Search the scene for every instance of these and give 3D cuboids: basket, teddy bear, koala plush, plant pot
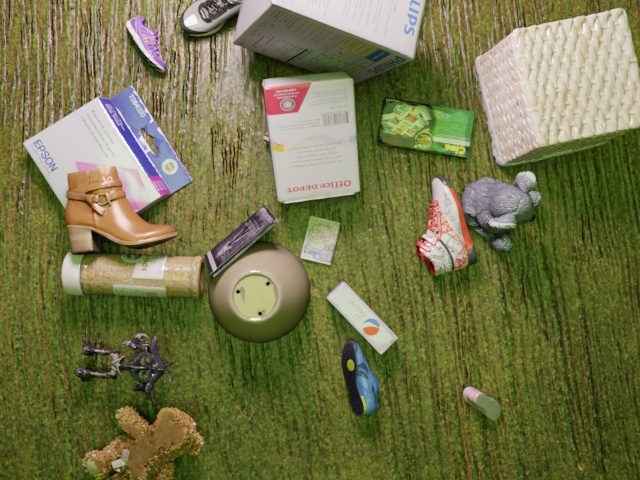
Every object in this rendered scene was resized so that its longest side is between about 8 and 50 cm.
[{"bbox_3d":[0.631,-0.393,1.611,0.329,0.266,0.331,-12,91,-3],"label":"basket"},{"bbox_3d":[-0.478,0.569,1.643,0.245,0.113,0.338,38,96,6],"label":"teddy bear"},{"bbox_3d":[0.491,-0.089,1.620,0.203,0.221,0.196,33,89,-1],"label":"koala plush"},{"bbox_3d":[-0.167,0.143,1.607,0.284,0.191,0.283,0,90,-2],"label":"plant pot"}]

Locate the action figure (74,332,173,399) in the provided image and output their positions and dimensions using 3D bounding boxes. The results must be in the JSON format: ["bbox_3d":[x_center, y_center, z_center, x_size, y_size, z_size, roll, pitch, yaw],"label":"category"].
[{"bbox_3d":[-0.500,0.329,1.620,0.276,0.141,0.163,3,87,13],"label":"action figure"}]

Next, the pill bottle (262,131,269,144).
[{"bbox_3d":[-0.103,-0.311,1.678,0.065,0.065,0.116,33,88,-1],"label":"pill bottle"}]

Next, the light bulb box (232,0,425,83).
[{"bbox_3d":[0.015,-0.569,1.498,0.361,0.358,0.225,13,89,-23],"label":"light bulb box"}]

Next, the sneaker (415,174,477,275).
[{"bbox_3d":[0.323,-0.037,1.678,0.145,0.090,0.269,-21,93,-5],"label":"sneaker"}]

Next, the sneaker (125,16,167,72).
[{"bbox_3d":[-0.469,-0.543,1.669,0.071,0.068,0.169,-31,90,-8],"label":"sneaker"}]

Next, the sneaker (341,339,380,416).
[{"bbox_3d":[0.117,0.378,1.685,0.082,0.069,0.209,-5,79,-35],"label":"sneaker"}]

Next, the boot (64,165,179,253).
[{"bbox_3d":[-0.523,-0.084,1.589,0.284,0.109,0.220,-6,84,-2],"label":"boot"}]

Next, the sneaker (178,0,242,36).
[{"bbox_3d":[-0.264,-0.649,1.657,0.272,0.108,0.100,-26,92,-1],"label":"sneaker"}]

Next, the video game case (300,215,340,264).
[{"bbox_3d":[0.000,0.000,1.705,0.087,0.011,0.121,13,89,-2],"label":"video game case"}]

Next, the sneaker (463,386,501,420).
[{"bbox_3d":[0.450,0.452,1.702,0.134,0.070,0.051,42,78,-30],"label":"sneaker"}]

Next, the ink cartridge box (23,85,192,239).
[{"bbox_3d":[-0.578,-0.213,1.658,0.330,0.071,0.324,-33,90,-1],"label":"ink cartridge box"}]

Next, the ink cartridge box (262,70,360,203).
[{"bbox_3d":[-0.024,-0.271,1.587,0.226,0.131,0.306,-7,117,-6],"label":"ink cartridge box"}]

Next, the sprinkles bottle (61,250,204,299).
[{"bbox_3d":[-0.497,0.094,1.630,0.356,0.121,0.121,3,89,-3],"label":"sprinkles bottle"}]

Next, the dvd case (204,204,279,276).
[{"bbox_3d":[-0.215,-0.002,1.624,0.221,0.164,0.018,-40,112,-3],"label":"dvd case"}]

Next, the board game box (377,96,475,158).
[{"bbox_3d":[0.297,-0.317,1.713,0.260,0.030,0.136,9,87,-2],"label":"board game box"}]

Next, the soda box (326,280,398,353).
[{"bbox_3d":[0.113,0.211,1.674,0.069,0.074,0.216,-44,91,-2],"label":"soda box"}]
